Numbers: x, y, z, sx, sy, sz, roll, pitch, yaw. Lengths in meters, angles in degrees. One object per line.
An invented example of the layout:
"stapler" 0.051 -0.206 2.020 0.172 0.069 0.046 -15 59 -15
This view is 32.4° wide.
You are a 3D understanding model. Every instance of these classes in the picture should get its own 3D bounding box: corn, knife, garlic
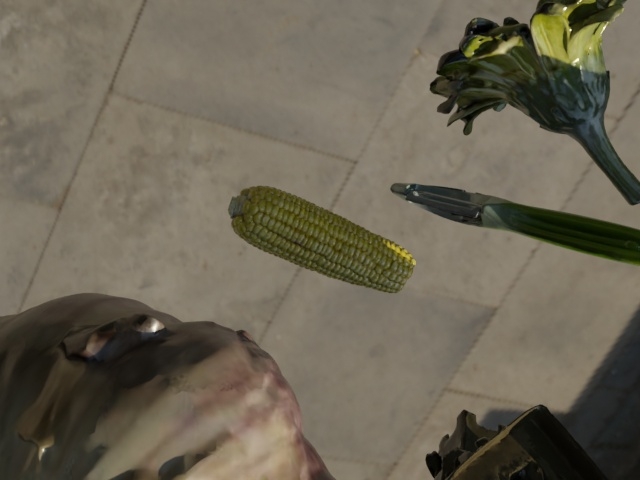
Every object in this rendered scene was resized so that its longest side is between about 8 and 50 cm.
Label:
"corn" 0.000 0.000 1.136 0.206 0.067 0.067 22 116 -16
"knife" 0.118 -0.012 0.644 0.026 0.184 0.022 4 99 -51
"garlic" -0.084 0.139 0.461 0.245 0.245 0.160 -46 157 16

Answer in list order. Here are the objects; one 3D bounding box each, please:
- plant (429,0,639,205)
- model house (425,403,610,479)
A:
"plant" 0.266 -0.187 1.354 0.261 0.306 0.296 -2 93 3
"model house" 0.126 0.219 0.721 0.204 0.243 0.211 20 124 -7
